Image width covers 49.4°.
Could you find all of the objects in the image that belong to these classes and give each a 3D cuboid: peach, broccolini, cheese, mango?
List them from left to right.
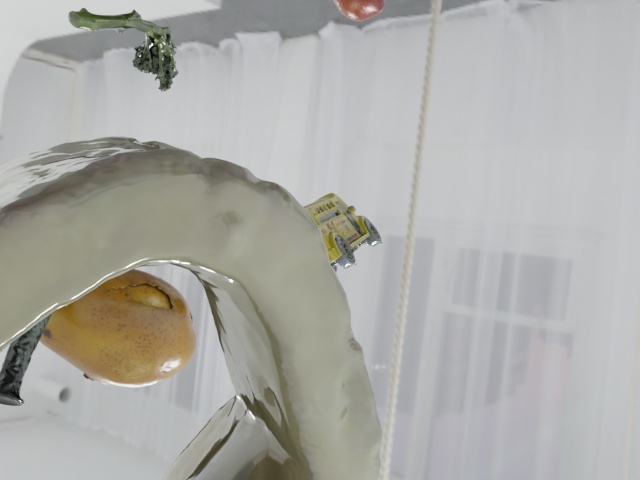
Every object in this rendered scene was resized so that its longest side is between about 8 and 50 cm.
[{"bbox_3d":[-0.126,0.110,0.378,0.292,0.332,0.153,50,172,-25],"label":"cheese"},{"bbox_3d":[-0.333,0.130,1.125,0.290,0.191,0.160,21,-142,-26],"label":"mango"},{"bbox_3d":[-0.162,-0.179,0.602,0.054,0.052,0.194,38,-177,6],"label":"broccolini"},{"bbox_3d":[0.062,-0.415,1.128,0.100,0.101,0.101,7,180,0],"label":"peach"}]

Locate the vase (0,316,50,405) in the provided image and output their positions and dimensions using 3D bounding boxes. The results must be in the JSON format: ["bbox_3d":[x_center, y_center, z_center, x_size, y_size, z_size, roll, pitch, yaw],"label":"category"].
[{"bbox_3d":[-0.410,0.141,0.960,0.059,0.167,0.059,6,149,4],"label":"vase"}]

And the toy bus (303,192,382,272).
[{"bbox_3d":[0.000,0.000,1.356,0.144,0.152,0.330,-35,178,19],"label":"toy bus"}]
